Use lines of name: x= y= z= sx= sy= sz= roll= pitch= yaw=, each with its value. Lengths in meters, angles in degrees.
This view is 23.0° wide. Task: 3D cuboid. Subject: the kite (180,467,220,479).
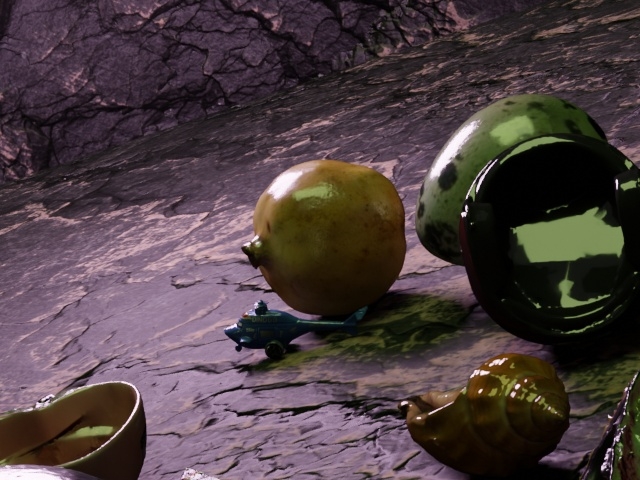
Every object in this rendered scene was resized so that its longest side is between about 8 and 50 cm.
kite: x=-0.124 y=0.235 z=1.454 sx=0.090 sy=0.004 sz=0.122 roll=-15 pitch=15 yaw=13

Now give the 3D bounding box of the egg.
egg: x=0.205 y=-0.056 z=1.687 sx=0.228 sy=0.177 sz=0.177 roll=-34 pitch=12 yaw=10

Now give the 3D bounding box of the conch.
conch: x=0.134 y=0.154 z=1.314 sx=0.109 sy=0.093 sz=0.330 roll=-42 pitch=1 yaw=-18

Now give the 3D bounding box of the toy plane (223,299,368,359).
toy plane: x=-0.030 y=0.095 z=1.752 sx=0.167 sy=0.062 sz=0.054 roll=-3 pitch=18 yaw=15

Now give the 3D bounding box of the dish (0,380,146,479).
dish: x=-0.253 y=0.222 z=1.491 sx=0.213 sy=0.090 sz=0.213 roll=-17 pitch=17 yaw=5

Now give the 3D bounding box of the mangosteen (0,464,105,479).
mangosteen: x=-0.154 y=0.268 z=0.855 sx=0.311 sy=0.311 sz=0.311 roll=-17 pitch=15 yaw=5

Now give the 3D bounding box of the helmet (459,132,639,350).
helmet: x=0.230 y=0.001 z=1.506 sx=0.189 sy=0.193 sz=0.216 roll=-12 pitch=58 yaw=9

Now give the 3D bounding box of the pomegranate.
pomegranate: x=0.000 y=0.000 z=1.810 sx=0.196 sy=0.196 sz=0.196 roll=-17 pitch=15 yaw=5

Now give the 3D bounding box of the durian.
durian: x=0.231 y=0.192 z=1.068 sx=0.108 sy=0.119 sz=0.187 roll=22 pitch=36 yaw=4
